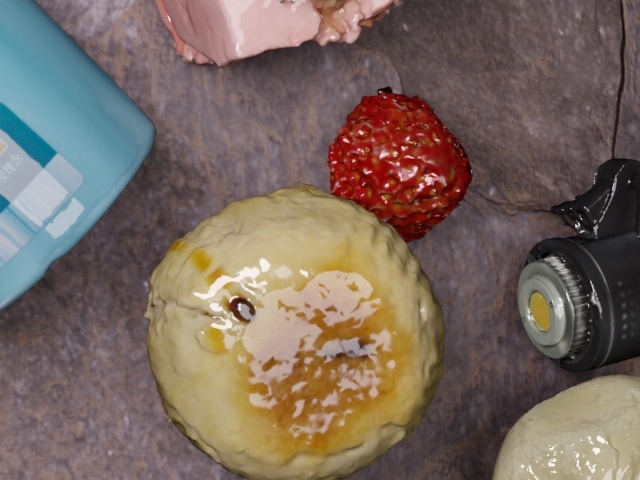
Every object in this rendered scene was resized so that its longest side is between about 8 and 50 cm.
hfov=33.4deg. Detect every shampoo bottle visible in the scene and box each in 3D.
[{"bbox_3d":[-0.412,-0.129,1.201,0.343,0.331,0.331,45,78,-19],"label":"shampoo bottle"}]

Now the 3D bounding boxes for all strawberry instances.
[{"bbox_3d":[0.138,-0.108,1.483,0.234,0.178,0.233,-1,91,-31],"label":"strawberry"}]

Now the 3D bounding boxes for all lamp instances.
[{"bbox_3d":[0.437,0.090,1.596,0.272,0.205,0.374,-31,105,-14],"label":"lamp"}]

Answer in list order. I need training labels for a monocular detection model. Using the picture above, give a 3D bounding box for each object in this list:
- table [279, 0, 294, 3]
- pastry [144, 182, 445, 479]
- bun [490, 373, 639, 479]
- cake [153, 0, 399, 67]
[{"bbox_3d":[-0.019,-0.311,1.168,0.083,0.062,0.079,-31,107,-7],"label":"table"},{"bbox_3d":[-0.037,0.119,1.363,0.389,0.312,0.388,-1,95,-9],"label":"pastry"},{"bbox_3d":[0.423,0.375,1.549,0.349,0.227,0.352,-47,127,9],"label":"bun"},{"bbox_3d":[-0.050,-0.376,1.336,0.307,0.314,0.293,-21,102,-20],"label":"cake"}]
